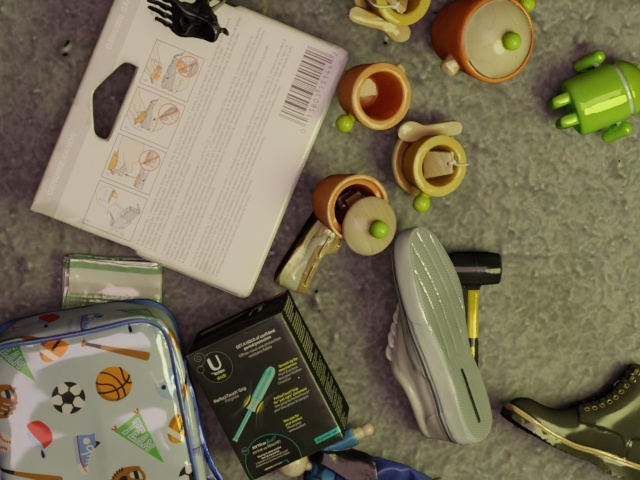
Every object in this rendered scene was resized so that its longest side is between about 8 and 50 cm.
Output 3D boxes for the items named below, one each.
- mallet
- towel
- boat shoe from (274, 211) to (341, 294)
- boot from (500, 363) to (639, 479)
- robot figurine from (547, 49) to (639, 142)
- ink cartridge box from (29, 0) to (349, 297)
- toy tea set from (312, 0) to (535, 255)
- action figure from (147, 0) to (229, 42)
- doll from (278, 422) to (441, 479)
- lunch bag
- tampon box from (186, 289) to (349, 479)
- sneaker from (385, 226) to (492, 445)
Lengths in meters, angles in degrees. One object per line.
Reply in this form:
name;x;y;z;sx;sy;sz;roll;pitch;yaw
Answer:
mallet;0.183;0.103;1.921;0.062;0.039;0.190;-7;102;-2
towel;-0.237;0.094;1.888;0.113;0.023;0.152;4;97;-4
boat shoe;0.000;0.000;1.885;0.045;0.050;0.135;32;104;-11
boot;0.316;0.185;1.928;0.198;0.077;0.137;25;90;-21
robot figurine;0.315;-0.161;1.879;0.115;0.067;0.101;-22;87;-2
ink cartridge box;-0.144;-0.121;1.846;0.261;0.066;0.296;22;94;-8
toy tea set;0.112;-0.141;1.806;0.200;0.124;0.336;12;95;-28
action figure;-0.064;-0.324;1.761;0.141;0.275;0.164;40;137;6
doll;0.041;0.270;1.922;0.189;0.046;0.129;15;105;0
lunch bag;-0.239;0.223;1.850;0.243;0.115;0.303;-11;103;-5
tampon box;-0.056;0.159;1.862;0.120;0.101;0.161;-25;100;9
sneaker;0.112;0.113;1.879;0.091;0.094;0.258;-8;102;36
